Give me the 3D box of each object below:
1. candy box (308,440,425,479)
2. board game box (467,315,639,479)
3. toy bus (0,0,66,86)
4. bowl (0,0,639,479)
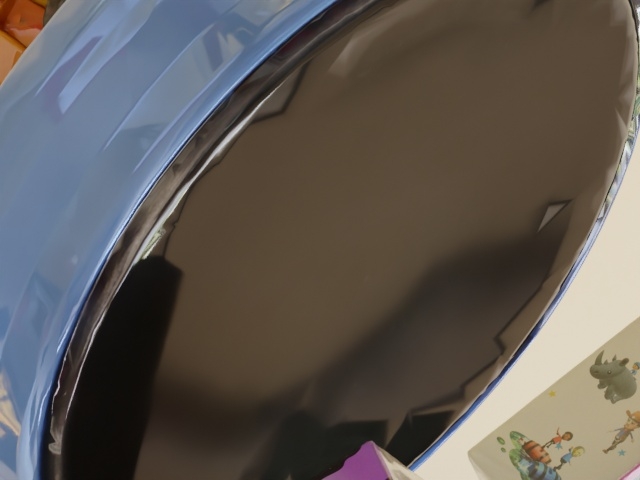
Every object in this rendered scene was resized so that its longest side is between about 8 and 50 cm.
[{"bbox_3d":[-0.015,0.204,0.740,0.196,0.165,0.070,-34,-39,12],"label":"candy box"},{"bbox_3d":[0.276,0.145,1.339,0.303,0.097,0.224,-38,-41,-9],"label":"board game box"},{"bbox_3d":[-0.205,-0.131,1.301,0.149,0.211,0.220,30,-88,19],"label":"toy bus"},{"bbox_3d":[0.000,0.000,0.824,0.077,0.391,0.391,40,-59,30],"label":"bowl"}]
